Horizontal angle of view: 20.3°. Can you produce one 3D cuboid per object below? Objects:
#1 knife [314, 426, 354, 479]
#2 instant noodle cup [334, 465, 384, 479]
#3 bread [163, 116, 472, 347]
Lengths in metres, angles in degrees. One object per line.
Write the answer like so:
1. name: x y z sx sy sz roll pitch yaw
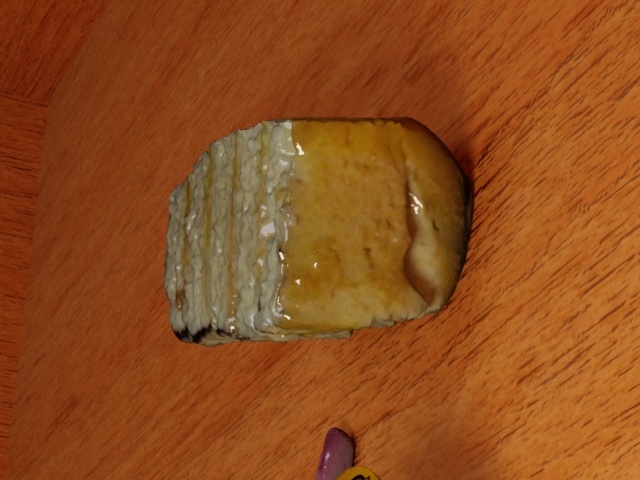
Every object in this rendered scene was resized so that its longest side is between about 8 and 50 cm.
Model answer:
1. knife: -0.008 0.352 2.049 0.053 0.123 0.278 8 72 47
2. instant noodle cup: 0.092 0.329 1.657 0.216 0.172 0.216 -167 90 -70
3. bread: 0.001 0.001 2.001 0.395 0.264 0.239 162 107 -66
